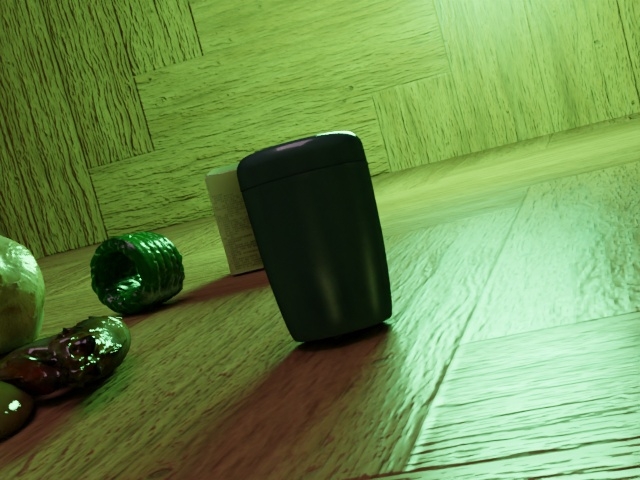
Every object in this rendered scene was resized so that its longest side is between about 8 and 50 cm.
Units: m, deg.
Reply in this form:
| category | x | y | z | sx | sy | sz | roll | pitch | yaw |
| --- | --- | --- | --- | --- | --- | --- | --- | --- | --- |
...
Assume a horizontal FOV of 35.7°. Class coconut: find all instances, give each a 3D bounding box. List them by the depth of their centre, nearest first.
| category | x | y | z | sx | sy | sz | roll | pitch | yaw |
| --- | --- | --- | --- | --- | --- | --- | --- | --- | --- |
| coconut | -0.468 | 0.075 | 1.368 | 0.194 | 0.194 | 0.194 | -15 | 6 | 2 |

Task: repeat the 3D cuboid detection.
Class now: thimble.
| category | x | y | z | sx | sy | sz | roll | pitch | yaw |
| --- | --- | --- | --- | --- | --- | --- | --- | --- | --- |
| thimble | -0.263 | 0.045 | 1.436 | 0.130 | 0.118 | 0.090 | 23 | 24 | 33 |

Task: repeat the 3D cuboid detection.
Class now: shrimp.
| category | x | y | z | sx | sy | sz | roll | pitch | yaw |
| --- | --- | --- | --- | --- | --- | --- | --- | --- | --- |
| shrimp | -0.266 | 0.118 | 0.995 | 0.152 | 0.063 | 0.287 | -13 | 1 | -9 |

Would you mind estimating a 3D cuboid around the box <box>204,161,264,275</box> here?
| category | x | y | z | sx | sy | sz | roll | pitch | yaw |
| --- | --- | --- | --- | --- | --- | --- | --- | --- | --- |
| box | -0.055 | -0.053 | 1.560 | 0.212 | 0.168 | 0.095 | -13 | 8 | 10 |

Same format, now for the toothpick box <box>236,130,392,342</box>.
| category | x | y | z | sx | sy | sz | roll | pitch | yaw |
| --- | --- | --- | --- | --- | --- | --- | --- | --- | --- |
| toothpick box | 0.000 | 0.000 | 0.919 | 0.120 | 0.184 | 0.120 | -14 | 1 | 0 |

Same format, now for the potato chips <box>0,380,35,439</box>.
| category | x | y | z | sx | sy | sz | roll | pitch | yaw |
| --- | --- | --- | --- | --- | --- | --- | --- | --- | --- |
| potato chips | -0.361 | 0.160 | 0.900 | 0.195 | 0.061 | 0.208 | -8 | 6 | 30 |
